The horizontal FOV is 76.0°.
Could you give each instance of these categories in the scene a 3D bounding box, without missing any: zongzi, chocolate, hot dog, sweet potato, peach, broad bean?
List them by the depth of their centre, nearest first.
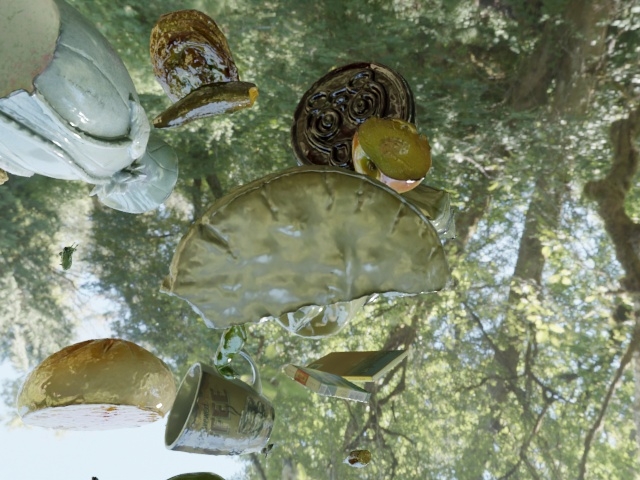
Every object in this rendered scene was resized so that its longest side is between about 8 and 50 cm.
[{"bbox_3d":[0.077,-0.094,0.470,0.098,0.061,0.098,11,-121,-19],"label":"peach"},{"bbox_3d":[-0.248,-0.299,0.888,0.243,0.077,0.077,-18,-153,-13],"label":"sweet potato"},{"bbox_3d":[-0.291,-0.405,0.999,0.196,0.272,0.122,-3,-120,2],"label":"hot dog"},{"bbox_3d":[-0.219,0.260,1.003,0.070,0.214,0.048,13,-151,-1],"label":"broad bean"},{"bbox_3d":[0.236,-0.083,1.055,0.221,0.112,0.242,27,179,30],"label":"zongzi"},{"bbox_3d":[0.097,0.632,1.181,0.049,0.049,0.117,-33,174,-47],"label":"sweet potato"},{"bbox_3d":[-0.013,0.148,1.220,0.314,0.326,0.297,-8,-149,28],"label":"chocolate"}]

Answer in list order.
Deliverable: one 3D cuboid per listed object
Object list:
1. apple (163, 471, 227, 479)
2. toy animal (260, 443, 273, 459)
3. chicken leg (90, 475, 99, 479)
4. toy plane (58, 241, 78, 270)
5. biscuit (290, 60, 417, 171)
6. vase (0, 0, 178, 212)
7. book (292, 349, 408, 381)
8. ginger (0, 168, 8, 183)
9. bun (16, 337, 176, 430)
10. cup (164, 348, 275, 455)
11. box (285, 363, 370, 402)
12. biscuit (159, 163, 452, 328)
[{"bbox_3d":[-0.401,0.960,1.256,0.473,0.474,0.473,-3,-156,1],"label":"apple"},{"bbox_3d":[-0.200,0.794,1.539,0.028,0.084,0.050,12,-132,-40],"label":"toy animal"},{"bbox_3d":[-0.553,0.655,1.001,0.037,0.145,0.062,-3,171,-11],"label":"chicken leg"},{"bbox_3d":[-0.634,0.041,1.025,0.080,0.033,0.083,-37,-138,23],"label":"toy plane"},{"bbox_3d":[0.086,-0.356,1.230,0.407,0.407,0.091,8,168,25],"label":"biscuit"},{"bbox_3d":[-0.393,-0.191,0.686,0.250,0.250,0.445,-5,168,-1],"label":"vase"},{"bbox_3d":[0.108,0.467,1.541,0.374,0.028,0.262,-14,178,39],"label":"book"},{"bbox_3d":[-0.839,-0.252,0.983,0.075,0.288,0.089,-32,178,8],"label":"ginger"},{"bbox_3d":[-0.457,0.299,0.876,0.299,0.299,0.165,-4,-122,0],"label":"bun"},{"bbox_3d":[-0.254,0.448,1.149,0.257,0.301,0.227,26,174,-25],"label":"cup"},{"bbox_3d":[0.025,0.400,1.144,0.132,0.034,0.235,14,168,44],"label":"box"},{"bbox_3d":[0.001,0.000,0.381,0.289,0.141,0.038,-5,-167,-17],"label":"biscuit"}]
